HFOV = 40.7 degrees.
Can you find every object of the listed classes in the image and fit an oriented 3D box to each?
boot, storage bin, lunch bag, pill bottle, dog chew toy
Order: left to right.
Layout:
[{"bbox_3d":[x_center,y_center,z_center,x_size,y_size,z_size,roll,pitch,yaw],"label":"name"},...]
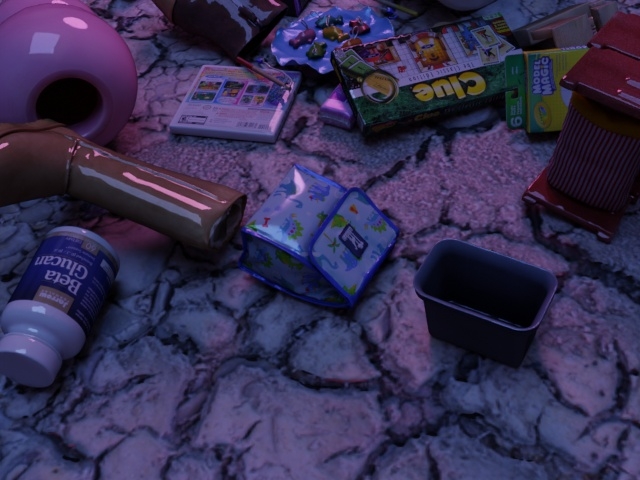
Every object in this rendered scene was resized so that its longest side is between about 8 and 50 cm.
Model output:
[{"bbox_3d":[-0.380,-0.257,1.212,0.206,0.207,0.332,-22,41,-12],"label":"dog chew toy"},{"bbox_3d":[-0.296,0.074,0.963,0.094,0.094,0.169,5,49,12],"label":"pill bottle"},{"bbox_3d":[-0.241,-0.055,0.986,0.269,0.089,0.236,22,27,6],"label":"boot"},{"bbox_3d":[-0.128,-0.412,1.350,0.207,0.090,0.248,36,78,13],"label":"boot"},{"bbox_3d":[0.000,0.000,0.995,0.151,0.096,0.129,28,54,12],"label":"lunch bag"},{"bbox_3d":[0.172,0.067,0.905,0.135,0.091,0.098,20,54,23],"label":"storage bin"}]

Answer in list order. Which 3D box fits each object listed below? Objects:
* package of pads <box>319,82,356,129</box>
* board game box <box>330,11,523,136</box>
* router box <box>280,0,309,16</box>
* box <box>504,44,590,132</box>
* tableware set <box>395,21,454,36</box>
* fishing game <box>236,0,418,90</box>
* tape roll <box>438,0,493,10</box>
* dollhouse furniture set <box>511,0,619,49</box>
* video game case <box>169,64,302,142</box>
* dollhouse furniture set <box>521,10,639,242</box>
[{"bbox_3d":[0.038,-0.192,1.197,0.050,0.032,0.083,21,55,20],"label":"package of pads"},{"bbox_3d":[0.157,-0.232,1.186,0.259,0.030,0.136,-16,66,-12],"label":"board game box"},{"bbox_3d":[-0.091,-0.439,1.428,0.178,0.046,0.133,16,54,21],"label":"router box"},{"bbox_3d":[0.329,-0.197,1.110,0.179,0.105,0.043,-4,16,6],"label":"box"},{"bbox_3d":[0.163,-0.271,1.260,0.168,0.020,0.141,-20,48,-8],"label":"tableware set"},{"bbox_3d":[0.015,-0.306,1.278,0.264,0.041,0.189,-32,45,-21],"label":"fishing game"},{"bbox_3d":[0.202,-0.495,1.306,0.246,0.246,0.169,-31,50,-19],"label":"tape roll"},{"bbox_3d":[0.358,-0.257,1.215,0.144,0.123,0.151,-25,15,-15],"label":"dollhouse furniture set"},{"bbox_3d":[-0.119,-0.198,1.235,0.157,0.019,0.143,7,49,15],"label":"video game case"},{"bbox_3d":[0.435,-0.075,0.934,0.374,0.201,0.152,28,57,21],"label":"dollhouse furniture set"}]
